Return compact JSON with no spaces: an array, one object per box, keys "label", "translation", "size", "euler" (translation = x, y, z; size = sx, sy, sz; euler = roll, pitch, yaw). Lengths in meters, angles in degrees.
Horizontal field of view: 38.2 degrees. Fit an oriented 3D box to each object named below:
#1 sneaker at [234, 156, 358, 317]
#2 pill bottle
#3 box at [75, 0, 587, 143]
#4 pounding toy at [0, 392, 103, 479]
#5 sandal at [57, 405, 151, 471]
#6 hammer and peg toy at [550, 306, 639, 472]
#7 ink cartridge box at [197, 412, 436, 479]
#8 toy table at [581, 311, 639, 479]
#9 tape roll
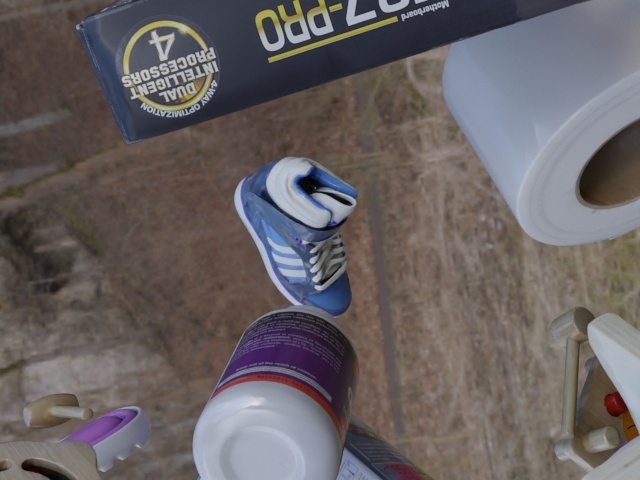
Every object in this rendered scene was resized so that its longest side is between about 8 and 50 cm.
[{"label":"sneaker","translation":[0.000,-0.001,1.603],"size":[0.236,0.130,0.323],"euler":[-13,115,55]},{"label":"pill bottle","translation":[-0.045,0.206,1.229],"size":[0.323,0.181,0.181],"euler":[-66,-31,-68]},{"label":"box","translation":[0.016,-0.208,0.731],"size":[0.395,0.318,0.097],"euler":[-87,-22,-70]},{"label":"pounding toy","translation":[-0.308,0.264,0.981],"size":[0.269,0.154,0.155],"euler":[-129,35,-48]},{"label":"sandal","translation":[-0.407,0.301,1.168],"size":[0.416,0.169,0.102],"euler":[-28,-80,-43]},{"label":"hammer and peg toy","translation":[0.497,0.299,1.565],"size":[0.127,0.361,0.266],"euler":[-38,16,53]},{"label":"ink cartridge box","translation":[-0.036,0.383,1.436],"size":[0.151,0.395,0.270],"euler":[20,-80,-50]},{"label":"toy table","translation":[0.316,0.179,0.743],"size":[0.252,0.274,0.161],"euler":[29,144,40]},{"label":"tape roll","translation":[0.259,-0.134,0.872],"size":[0.246,0.246,0.169],"euler":[78,170,-54]}]
